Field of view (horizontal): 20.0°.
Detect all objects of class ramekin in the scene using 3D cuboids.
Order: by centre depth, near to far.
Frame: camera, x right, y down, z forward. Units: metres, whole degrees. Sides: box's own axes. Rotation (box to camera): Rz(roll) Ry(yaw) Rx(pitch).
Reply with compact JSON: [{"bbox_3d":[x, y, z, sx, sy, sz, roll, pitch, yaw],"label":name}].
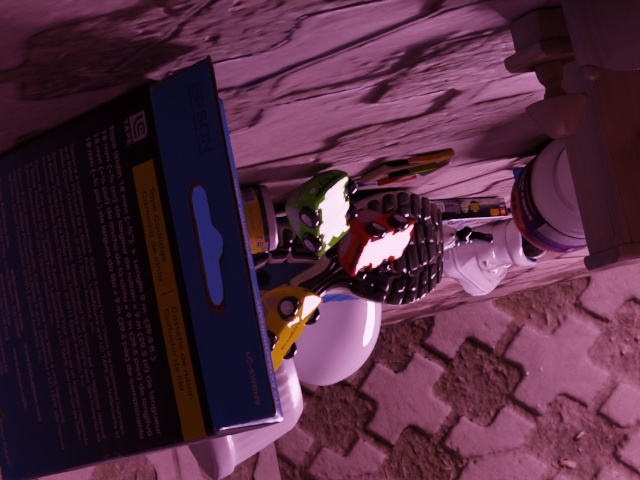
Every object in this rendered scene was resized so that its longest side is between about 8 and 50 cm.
[{"bbox_3d":[-0.121,0.130,2.102,0.127,0.273,0.273,-22,176,-13],"label":"ramekin"}]

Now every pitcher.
[{"bbox_3d":[-0.004,0.074,2.216,0.177,0.125,0.207,7,129,-19],"label":"pitcher"}]

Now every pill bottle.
[{"bbox_3d":[-0.103,-0.013,1.727,0.116,0.065,0.065,-10,173,-8],"label":"pill bottle"},{"bbox_3d":[0.257,-0.051,1.820,0.108,0.108,0.193,-10,173,-6],"label":"pill bottle"}]

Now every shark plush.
[{"bbox_3d":[0.117,-0.010,2.101,0.161,0.073,0.067,-13,177,-6],"label":"shark plush"}]

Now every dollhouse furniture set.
[{"bbox_3d":[0.318,-0.102,1.212,0.303,0.174,0.355,-8,173,-28],"label":"dollhouse furniture set"}]

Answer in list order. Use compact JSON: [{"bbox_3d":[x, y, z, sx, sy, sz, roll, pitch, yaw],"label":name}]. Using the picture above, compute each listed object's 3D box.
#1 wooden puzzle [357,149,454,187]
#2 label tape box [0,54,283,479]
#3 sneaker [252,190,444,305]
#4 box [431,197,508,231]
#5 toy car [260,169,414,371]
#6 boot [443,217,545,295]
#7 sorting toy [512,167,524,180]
[{"bbox_3d":[0.084,-0.067,1.797,0.078,0.014,0.116,-9,173,-17],"label":"wooden puzzle"},{"bbox_3d":[-0.119,0.029,1.289,0.106,0.241,0.333,-5,171,-42],"label":"label tape box"},{"bbox_3d":[-0.006,0.011,1.968,0.330,0.130,0.147,-7,-171,-35],"label":"sneaker"},{"bbox_3d":[0.146,-0.027,2.180,0.094,0.027,0.137,-17,171,43],"label":"box"},{"bbox_3d":[0.000,0.000,1.794,0.239,0.053,0.225,-42,153,-25],"label":"toy car"},{"bbox_3d":[0.246,0.020,2.436,0.123,0.095,0.258,-6,174,18],"label":"boot"},{"bbox_3d":[0.244,-0.062,1.989,0.061,0.042,0.102,-10,174,-7],"label":"sorting toy"}]
